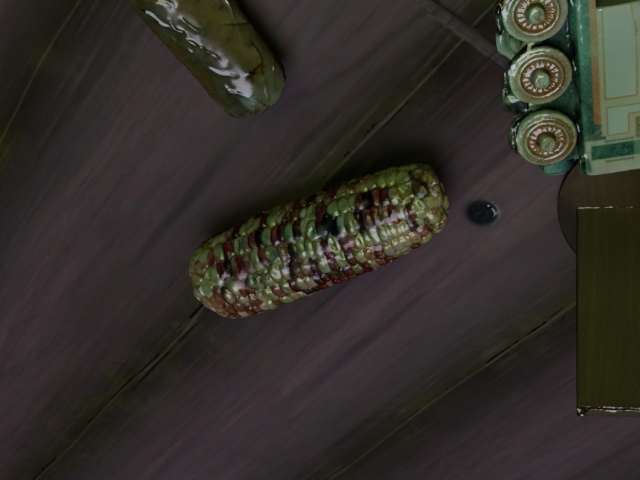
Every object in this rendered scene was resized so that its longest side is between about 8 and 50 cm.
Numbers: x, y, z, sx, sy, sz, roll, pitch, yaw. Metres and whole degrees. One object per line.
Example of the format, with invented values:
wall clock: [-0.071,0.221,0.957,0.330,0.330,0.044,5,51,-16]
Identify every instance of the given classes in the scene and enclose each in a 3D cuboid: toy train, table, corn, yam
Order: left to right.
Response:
yam: [-0.138,-0.216,0.748,0.071,0.067,0.317,-31,120,19]
corn: [0.000,0.000,0.896,0.253,0.086,0.086,-22,122,26]
toy train: [0.187,-0.136,0.737,0.125,0.081,0.194,-9,126,7]
table: [0.259,0.045,0.773,0.167,0.227,0.167,7,132,8]
